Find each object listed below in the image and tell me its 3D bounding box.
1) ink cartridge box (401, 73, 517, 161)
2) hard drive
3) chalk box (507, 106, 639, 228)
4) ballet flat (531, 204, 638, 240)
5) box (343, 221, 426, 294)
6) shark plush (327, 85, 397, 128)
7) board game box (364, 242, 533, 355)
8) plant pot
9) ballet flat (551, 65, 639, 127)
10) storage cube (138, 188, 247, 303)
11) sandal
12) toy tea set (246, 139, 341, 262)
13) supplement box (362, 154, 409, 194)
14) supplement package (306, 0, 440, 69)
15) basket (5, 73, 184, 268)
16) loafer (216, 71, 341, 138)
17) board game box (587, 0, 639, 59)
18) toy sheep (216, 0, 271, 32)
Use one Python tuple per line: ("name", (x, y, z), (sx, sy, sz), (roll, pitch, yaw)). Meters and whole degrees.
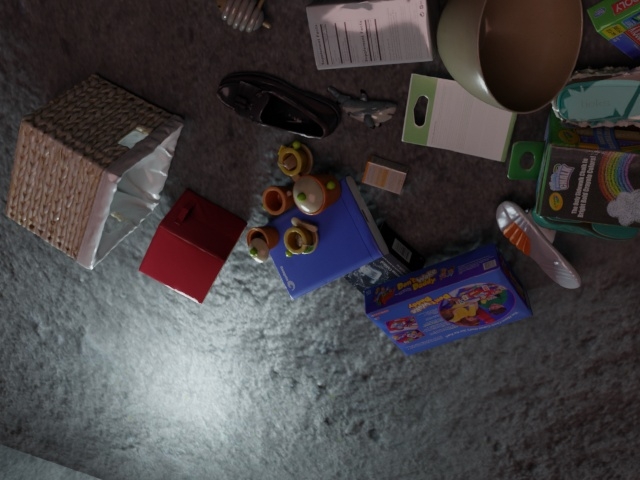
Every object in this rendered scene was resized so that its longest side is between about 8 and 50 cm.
("ink cartridge box", (0.307, -0.276, 1.586), (0.235, 0.056, 0.171), (14, 127, 13))
("hard drive", (0.000, 0.000, 1.832), (0.319, 0.040, 0.210), (-29, 86, 38))
("chalk box", (0.544, -0.159, 1.513), (0.289, 0.179, 0.180), (10, 127, 14))
("ballet flat", (0.587, -0.050, 1.631), (0.247, 0.083, 0.087), (10, 174, -11))
("box", (0.156, 0.065, 1.858), (0.156, 0.093, 0.158), (41, 128, -12))
("shark plush", (0.093, -0.312, 1.656), (0.161, 0.073, 0.067), (32, 111, 21))
("board game box", (0.315, 0.155, 1.801), (0.347, 0.078, 0.233), (-22, 136, 22))
("plant pot", (0.334, -0.395, 1.388), (0.191, 0.284, 0.284), (25, 142, 53))
("ballet flat", (0.659, -0.289, 1.403), (0.409, 0.147, 0.147), (8, 127, 22))
("storage cube", (-0.338, 0.017, 1.935), (0.193, 0.183, 0.215), (29, 128, -4))
("sandal", (0.518, -0.001, 1.695), (0.265, 0.076, 0.102), (47, 155, -4))
("toy tea set", (-0.086, -0.066, 1.769), (0.200, 0.124, 0.336), (37, 122, 22))
("supplement box", (0.155, -0.157, 1.734), (0.098, 0.036, 0.062), (19, 128, 5))
("supplement package", (0.113, -0.442, 1.481), (0.244, 0.139, 0.134), (1, 123, 20))
("basket", (-0.555, -0.173, 1.789), (0.266, 0.328, 0.331), (30, 129, 2))
("loafer", (-0.104, -0.309, 1.677), (0.302, 0.095, 0.109), (17, 128, 7))
("board game box", (0.604, -0.403, 1.247), (0.213, 0.317, 0.046), (-27, 79, 32))
("toy sheep", (-0.165, -0.497, 1.574), (0.132, 0.091, 0.091), (26, 129, -7))
